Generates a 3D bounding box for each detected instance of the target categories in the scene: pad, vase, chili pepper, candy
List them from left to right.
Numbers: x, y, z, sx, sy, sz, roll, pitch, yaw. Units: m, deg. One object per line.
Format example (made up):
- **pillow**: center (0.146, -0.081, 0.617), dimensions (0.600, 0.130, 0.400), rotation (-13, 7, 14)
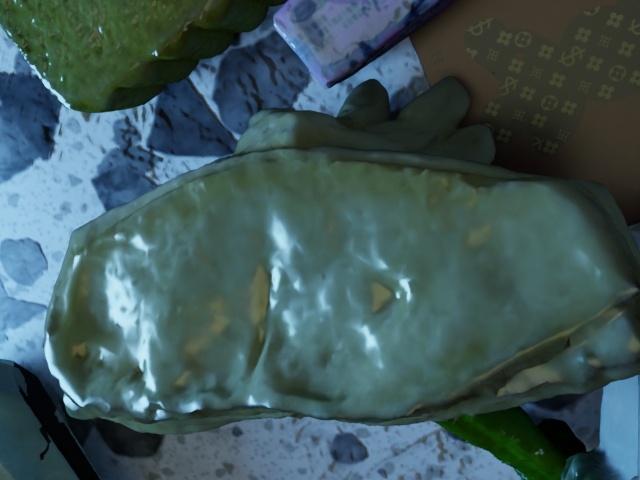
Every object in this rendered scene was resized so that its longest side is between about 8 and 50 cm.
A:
- **vase**: center (-0.256, 0.284, 0.715), dimensions (0.165, 0.165, 0.360), rotation (-37, 97, 20)
- **candy**: center (0.051, -0.185, 0.541), dimensions (0.160, 0.092, 0.073), rotation (-36, 98, 18)
- **chili pepper**: center (0.104, 0.116, 0.603), dimensions (0.253, 0.099, 0.083), rotation (37, 100, 3)
- **pad**: center (0.179, -0.127, 0.573), dimensions (0.181, 0.004, 0.267), rotation (-23, 98, 19)

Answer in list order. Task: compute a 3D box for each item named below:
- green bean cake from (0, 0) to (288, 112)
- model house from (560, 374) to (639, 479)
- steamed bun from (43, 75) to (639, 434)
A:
- **green bean cake**: center (-0.148, -0.244, 0.564), dimensions (0.233, 0.124, 0.236), rotation (-33, 94, 20)
- **model house**: center (0.300, 0.072, 0.470), dimensions (0.271, 0.190, 0.301), rotation (-6, 97, -3)
- **steamed bun**: center (0.000, 0.000, 0.530), dimensions (0.428, 0.189, 0.247), rotation (-13, 85, 27)
